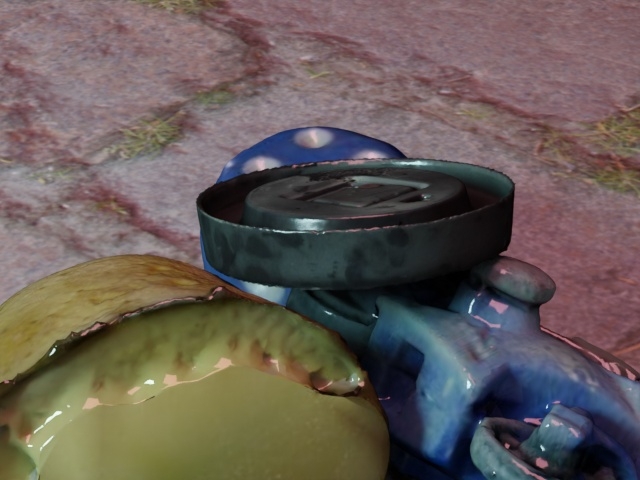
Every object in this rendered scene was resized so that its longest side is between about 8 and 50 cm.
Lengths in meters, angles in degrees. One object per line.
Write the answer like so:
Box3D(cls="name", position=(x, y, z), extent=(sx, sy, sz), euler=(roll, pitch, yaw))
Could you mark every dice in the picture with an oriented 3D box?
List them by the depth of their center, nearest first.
Box3D(cls="dice", position=(0.000, 0.000, 1.247), extent=(0.146, 0.143, 0.146), euler=(26, 39, 35))

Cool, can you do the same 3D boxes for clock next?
Box3D(cls="clock", position=(0.024, -0.015, 1.053), extent=(0.215, 0.042, 0.215), euler=(-3, 14, 1))

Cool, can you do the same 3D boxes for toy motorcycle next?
Box3D(cls="toy motorcycle", position=(0.134, 0.088, 1.067), extent=(0.241, 0.182, 0.319), euler=(-18, 35, -28))

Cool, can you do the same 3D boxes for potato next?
Box3D(cls="potato", position=(-0.121, 0.108, 1.015), extent=(0.285, 0.242, 0.242), euler=(-21, 35, -10))
